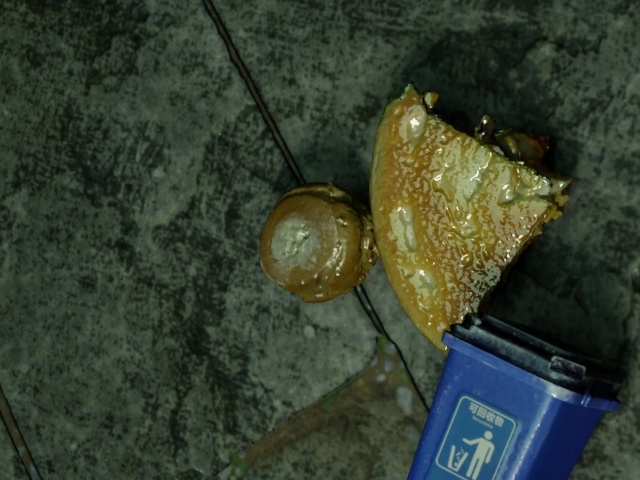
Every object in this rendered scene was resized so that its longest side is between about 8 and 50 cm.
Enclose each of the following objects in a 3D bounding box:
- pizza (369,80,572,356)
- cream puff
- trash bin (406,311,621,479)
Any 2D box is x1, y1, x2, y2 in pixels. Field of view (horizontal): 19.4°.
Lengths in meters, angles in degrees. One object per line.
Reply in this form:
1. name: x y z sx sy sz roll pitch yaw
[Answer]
1. pizza: 0.163 -0.034 1.966 0.229 0.081 0.289 -16 85 29
2. cream puff: 0.003 0.003 2.057 0.144 0.103 0.126 -31 69 29
3. trash bin: 0.183 0.205 1.876 0.163 0.184 0.234 25 94 31
